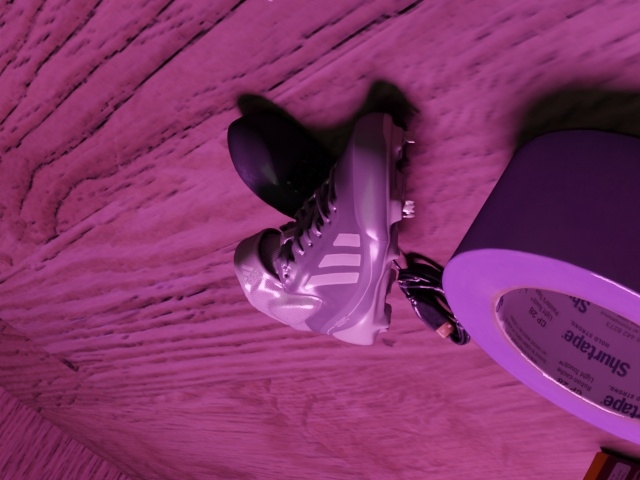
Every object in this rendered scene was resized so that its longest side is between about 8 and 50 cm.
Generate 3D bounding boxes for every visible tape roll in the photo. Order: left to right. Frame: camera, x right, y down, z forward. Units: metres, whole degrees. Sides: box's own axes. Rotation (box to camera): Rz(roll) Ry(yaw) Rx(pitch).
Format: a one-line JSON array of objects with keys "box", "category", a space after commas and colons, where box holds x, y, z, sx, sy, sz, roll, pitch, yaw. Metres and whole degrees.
[{"box": [0.165, 0.032, 0.739, 0.189, 0.080, 0.189, 29, 160, 11], "category": "tape roll"}]

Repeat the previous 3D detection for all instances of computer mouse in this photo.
[{"box": [0.022, 0.003, 0.939, 0.242, 0.041, 0.071, 43, 157, -26], "category": "computer mouse"}]

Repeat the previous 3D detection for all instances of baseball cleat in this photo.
[{"box": [0.000, 0.000, 0.854, 0.109, 0.072, 0.206, 5, 140, 3], "category": "baseball cleat"}]

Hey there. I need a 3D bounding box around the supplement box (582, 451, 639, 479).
[{"box": [0.269, 0.239, 1.014, 0.188, 0.104, 0.081, 16, 154, 39], "category": "supplement box"}]
